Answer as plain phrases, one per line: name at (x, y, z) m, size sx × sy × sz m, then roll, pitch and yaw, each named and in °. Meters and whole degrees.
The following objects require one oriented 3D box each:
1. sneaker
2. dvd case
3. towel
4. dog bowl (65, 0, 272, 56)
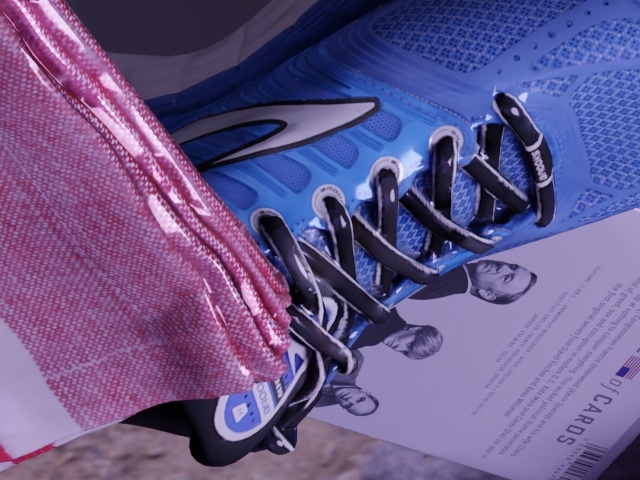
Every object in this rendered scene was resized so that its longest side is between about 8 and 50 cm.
sneaker at (0.000, 0.000, 0.566) m, size 0.330 × 0.147 × 0.129 m, roll -18°, pitch 133°, yaw 12°
dvd case at (0.061, 0.026, 0.817) m, size 0.239 × 0.029 × 0.179 m, roll 19°, pitch 129°, yaw -22°
towel at (-0.199, 0.020, 0.429) m, size 0.329 × 0.037 × 0.237 m, roll -25°, pitch 134°, yaw 14°
dog bowl at (0.000, -0.177, 0.568) m, size 0.349 × 0.102 × 0.348 m, roll -2°, pitch 135°, yaw -2°
